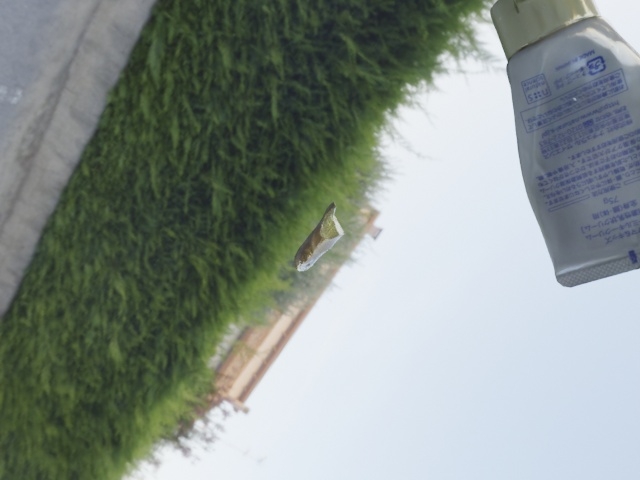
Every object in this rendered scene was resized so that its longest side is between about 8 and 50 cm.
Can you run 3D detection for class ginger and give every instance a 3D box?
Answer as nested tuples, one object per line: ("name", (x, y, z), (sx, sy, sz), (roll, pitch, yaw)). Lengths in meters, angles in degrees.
("ginger", (-0.001, 0.002, 0.863), (0.137, 0.044, 0.057), (-52, -145, 28))

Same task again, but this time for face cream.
("face cream", (0.198, -0.085, 0.423), (0.114, 0.224, 0.070), (-22, 176, 32))
